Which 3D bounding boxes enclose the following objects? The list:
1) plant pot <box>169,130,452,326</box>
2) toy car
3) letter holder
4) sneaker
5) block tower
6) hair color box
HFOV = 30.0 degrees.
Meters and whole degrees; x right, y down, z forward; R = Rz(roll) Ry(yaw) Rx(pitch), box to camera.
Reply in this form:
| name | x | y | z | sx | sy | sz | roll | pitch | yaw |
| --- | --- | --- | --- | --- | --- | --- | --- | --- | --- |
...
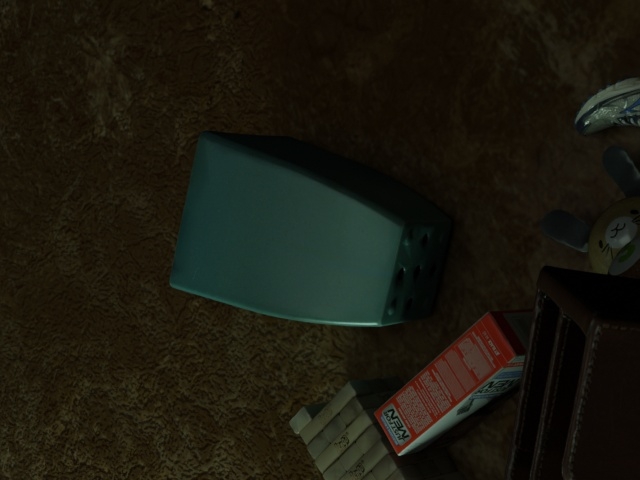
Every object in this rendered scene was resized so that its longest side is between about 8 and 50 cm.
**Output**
| name | x | y | z | sx | sy | sz | roll | pitch | yaw |
| --- | --- | --- | --- | --- | --- | --- | --- | --- | --- |
| plant pot | 0.000 | 0.000 | 1.212 | 0.234 | 0.165 | 0.166 | 20 | 102 | 31 |
| toy car | 0.265 | 0.005 | 1.001 | 0.155 | 0.149 | 0.188 | -47 | 48 | 17 |
| letter holder | 0.298 | 0.154 | 0.840 | 0.301 | 0.152 | 0.214 | 8 | 100 | -4 |
| sneaker | 0.282 | -0.115 | 1.036 | 0.135 | 0.052 | 0.058 | -27 | 76 | 38 |
| block tower | 0.102 | 0.282 | 1.161 | 0.097 | 0.091 | 0.335 | -49 | 60 | 28 |
| hair color box | 0.141 | 0.134 | 1.127 | 0.167 | 0.093 | 0.053 | -45 | 61 | 32 |
